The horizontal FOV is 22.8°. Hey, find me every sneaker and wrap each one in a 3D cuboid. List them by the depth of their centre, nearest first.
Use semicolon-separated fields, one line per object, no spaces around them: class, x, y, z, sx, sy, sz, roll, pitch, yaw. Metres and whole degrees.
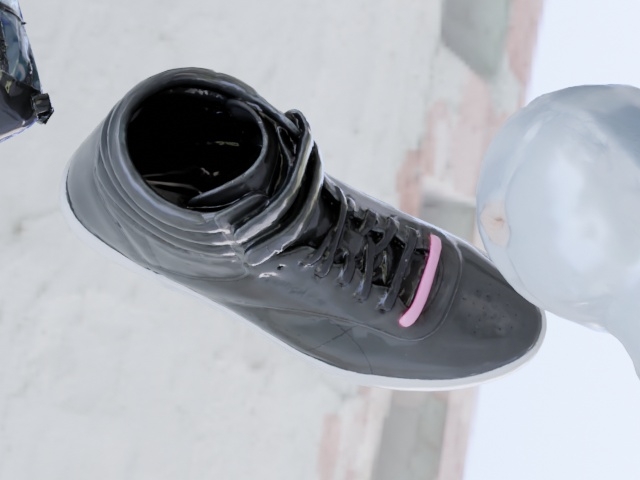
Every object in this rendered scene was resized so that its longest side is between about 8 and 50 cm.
sneaker;0.000;0.000;0.868;0.147;0.295;0.105;127;164;-72

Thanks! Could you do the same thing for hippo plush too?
hippo plush;0.195;-0.045;0.618;0.234;0.294;0.237;-22;-42;-56

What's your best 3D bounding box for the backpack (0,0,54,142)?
backpack;-0.212;-0.105;0.860;0.084;0.105;0.114;33;-144;-54
